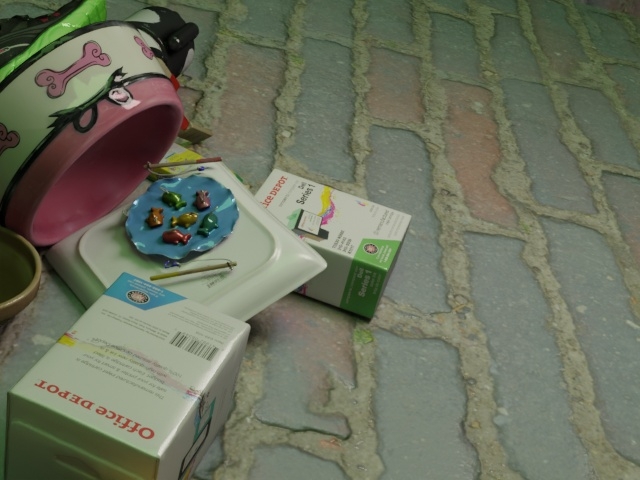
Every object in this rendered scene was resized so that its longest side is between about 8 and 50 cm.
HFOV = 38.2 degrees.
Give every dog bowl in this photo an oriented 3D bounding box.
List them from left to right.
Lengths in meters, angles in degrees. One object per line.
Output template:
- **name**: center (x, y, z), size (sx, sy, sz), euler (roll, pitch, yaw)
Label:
- **dog bowl**: center (-0.395, -0.156, 1.510), size (0.150, 0.408, 0.408), euler (44, 40, 6)

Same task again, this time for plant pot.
- **plant pot**: center (-0.534, 0.074, 1.349), size (0.238, 0.109, 0.237), euler (12, 30, -7)

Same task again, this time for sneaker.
- **sneaker**: center (-0.605, -0.434, 1.982), size (0.202, 0.185, 0.482), euler (21, 33, 5)

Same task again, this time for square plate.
- **square plate**: center (-0.226, 0.021, 1.498), size (0.347, 0.049, 0.344), euler (-33, 53, -20)

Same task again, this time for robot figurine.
- **robot figurine**: center (-0.387, -0.421, 2.052), size (0.174, 0.209, 0.278), euler (31, 35, 0)

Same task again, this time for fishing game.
- **fishing game**: center (-0.227, -0.047, 1.499), size (0.189, 0.041, 0.264), euler (-6, 48, -2)

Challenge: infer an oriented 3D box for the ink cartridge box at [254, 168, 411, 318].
- **ink cartridge box**: center (0.000, 0.000, 1.664), size (0.278, 0.117, 0.201), euler (19, 34, 7)

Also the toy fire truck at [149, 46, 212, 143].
- **toy fire truck**: center (-0.347, -0.247, 1.853), size (0.217, 0.246, 0.158), euler (-13, 38, 29)

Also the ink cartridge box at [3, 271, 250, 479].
- **ink cartridge box**: center (-0.246, 0.216, 1.190), size (0.198, 0.197, 0.270), euler (22, 35, 8)

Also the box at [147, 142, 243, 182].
- **box**: center (-0.251, -0.127, 1.812), size (0.179, 0.043, 0.105), euler (25, 35, 18)
